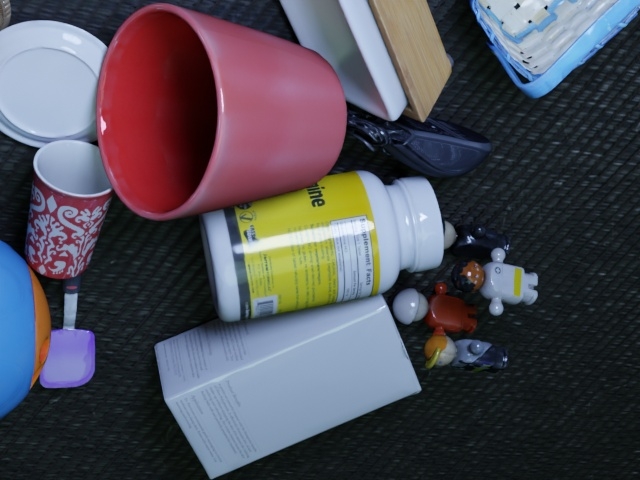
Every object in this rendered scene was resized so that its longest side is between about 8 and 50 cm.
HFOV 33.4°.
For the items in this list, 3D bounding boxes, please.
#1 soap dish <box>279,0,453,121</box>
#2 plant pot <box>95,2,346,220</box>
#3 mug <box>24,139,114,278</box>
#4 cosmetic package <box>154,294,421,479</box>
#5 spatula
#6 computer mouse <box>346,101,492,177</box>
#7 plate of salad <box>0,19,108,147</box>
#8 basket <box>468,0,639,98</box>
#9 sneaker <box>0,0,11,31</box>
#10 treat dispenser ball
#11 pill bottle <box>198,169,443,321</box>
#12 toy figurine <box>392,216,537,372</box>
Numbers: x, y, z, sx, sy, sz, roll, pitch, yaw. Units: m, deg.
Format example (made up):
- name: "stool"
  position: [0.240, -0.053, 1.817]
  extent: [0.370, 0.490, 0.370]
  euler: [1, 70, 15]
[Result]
- name: "soap dish"
  position: [0.042, -0.311, 1.378]
  extent: [0.118, 0.229, 0.291]
  euler: [-35, 124, -13]
- name: "plant pot"
  position: [-0.117, -0.160, 1.382]
  extent: [0.243, 0.275, 0.275]
  euler: [-3, 124, -42]
- name: "mug"
  position: [-0.332, -0.042, 1.466]
  extent: [0.150, 0.113, 0.169]
  euler: [-24, 149, -43]
- name: "cosmetic package"
  position: [-0.051, 0.202, 1.684]
  extent: [0.365, 0.155, 0.197]
  euler: [-22, 123, -2]
- name: "spatula"
  position: [-0.375, 0.093, 1.606]
  extent: [0.084, 0.030, 0.296]
  euler: [1, 119, -17]
- name: "computer mouse"
  position: [0.124, -0.140, 1.535]
  extent: [0.272, 0.188, 0.072]
  euler: [8, 110, -31]
- name: "plate of salad"
  position: [-0.359, -0.208, 1.423]
  extent: [0.200, 0.048, 0.200]
  euler: [-3, 131, -4]
- name: "basket"
  position: [0.316, -0.321, 1.395]
  extent: [0.255, 0.289, 0.201]
  euler: [-43, 121, 10]
- name: "sneaker"
  position: [-0.478, -0.362, 1.283]
  extent: [0.099, 0.153, 0.282]
  euler: [-34, 154, -3]
- name: "treat dispenser ball"
  position: [-0.509, 0.120, 1.433]
  extent: [0.288, 0.288, 0.288]
  euler: [-7, 121, -11]
- name: "pill bottle"
  position: [0.000, 0.000, 1.560]
  extent: [0.334, 0.188, 0.188]
  euler: [-10, 122, -10]
- name: "toy figurine"
  position: [0.217, 0.086, 1.656]
  extent: [0.148, 0.209, 0.213]
  euler: [12, 115, -18]
